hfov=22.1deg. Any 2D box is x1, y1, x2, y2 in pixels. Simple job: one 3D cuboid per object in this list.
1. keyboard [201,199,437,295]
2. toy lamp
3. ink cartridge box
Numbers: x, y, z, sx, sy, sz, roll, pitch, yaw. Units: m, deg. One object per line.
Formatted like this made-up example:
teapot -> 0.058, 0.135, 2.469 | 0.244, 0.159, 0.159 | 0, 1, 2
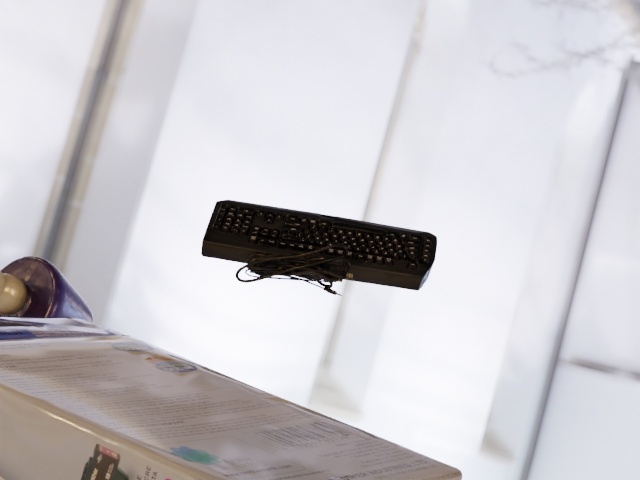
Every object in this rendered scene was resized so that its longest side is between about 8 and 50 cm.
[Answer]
keyboard -> 0.000, 0.000, 1.352 | 0.192, 0.100, 0.038 | 8, -50, 4
toy lamp -> -0.265, 0.018, 1.171 | 0.080, 0.080, 0.275 | 10, -17, 39
ink cartridge box -> -0.098, 0.112, 0.927 | 0.311, 0.065, 0.186 | 21, 11, 33
